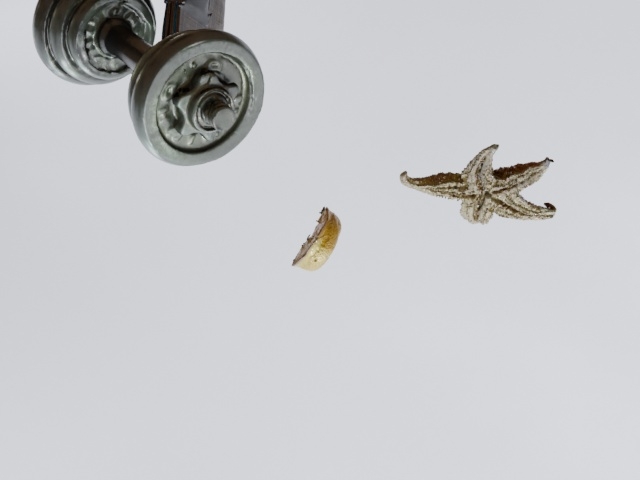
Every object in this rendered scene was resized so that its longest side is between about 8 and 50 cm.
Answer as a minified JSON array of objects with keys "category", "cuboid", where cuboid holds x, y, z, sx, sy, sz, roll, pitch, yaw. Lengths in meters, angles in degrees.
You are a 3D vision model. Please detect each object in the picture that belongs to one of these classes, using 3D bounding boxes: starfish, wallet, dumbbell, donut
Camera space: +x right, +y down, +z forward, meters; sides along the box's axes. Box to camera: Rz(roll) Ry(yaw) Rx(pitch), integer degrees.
[{"category":"starfish","cuboid":[0.223,-0.074,2.119,0.240,0.227,0.043,7,-119,-15]},{"category":"wallet","cuboid":[-0.165,-0.320,2.071,0.042,0.124,0.230,1,-102,25]},{"category":"dumbbell","cuboid":[-0.225,-0.230,1.964,0.179,0.179,0.406,-27,-140,-23]},{"category":"donut","cuboid":[0.000,0.000,2.086,0.038,0.067,0.083,31,-136,-14]}]
